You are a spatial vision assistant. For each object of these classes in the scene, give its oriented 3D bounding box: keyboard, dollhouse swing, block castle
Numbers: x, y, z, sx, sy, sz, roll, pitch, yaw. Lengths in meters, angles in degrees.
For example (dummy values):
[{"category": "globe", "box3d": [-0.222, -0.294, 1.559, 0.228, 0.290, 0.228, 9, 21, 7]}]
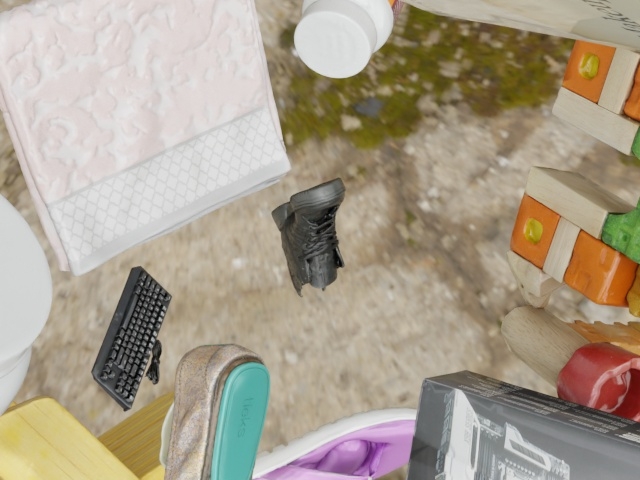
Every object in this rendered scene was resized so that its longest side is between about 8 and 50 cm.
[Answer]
[{"category": "keyboard", "box3d": [-0.230, 0.131, 1.831, 0.023, 0.180, 0.108, -10, 135, 30]}, {"category": "dollhouse swing", "box3d": [-0.330, 0.231, 1.968, 0.315, 0.347, 0.305, 48, 71, -17]}, {"category": "block castle", "box3d": [0.372, -0.041, 1.274, 0.303, 0.213, 0.453, 4, 111, -33]}]

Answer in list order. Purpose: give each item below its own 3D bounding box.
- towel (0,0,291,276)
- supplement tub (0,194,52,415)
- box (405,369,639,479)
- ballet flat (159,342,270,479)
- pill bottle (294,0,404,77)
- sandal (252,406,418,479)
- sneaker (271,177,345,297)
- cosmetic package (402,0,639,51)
[{"category": "towel", "box3d": [-0.201, -0.159, 1.659, 0.332, 0.053, 0.316, -27, 116, -27]}, {"category": "supplement tub", "box3d": [-0.388, 0.105, 1.188, 0.241, 0.241, 0.331, 37, 127, -10]}, {"category": "box", "box3d": [0.207, 0.260, 1.147, 0.308, 0.077, 0.242, 15, 101, 36]}, {"category": "ballet flat", "box3d": [-0.121, 0.251, 1.405, 0.108, 0.106, 0.315, 11, 93, -49]}, {"category": "pill bottle", "box3d": [0.046, -0.314, 1.869, 0.121, 0.221, 0.121, 11, 133, 12]}, {"category": "sandal", "box3d": [-0.026, 0.349, 1.990, 0.416, 0.102, 0.169, -21, 146, 6]}, {"category": "sneaker", "box3d": [-0.002, 0.001, 1.303, 0.051, 0.170, 0.089, -20, 88, -18]}, {"category": "cosmetic package", "box3d": [0.131, -0.123, 0.472, 0.160, 0.309, 0.113, 14, 93, -49]}]
